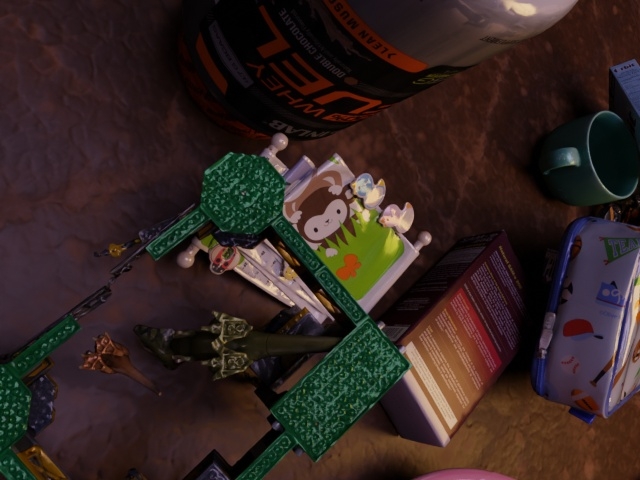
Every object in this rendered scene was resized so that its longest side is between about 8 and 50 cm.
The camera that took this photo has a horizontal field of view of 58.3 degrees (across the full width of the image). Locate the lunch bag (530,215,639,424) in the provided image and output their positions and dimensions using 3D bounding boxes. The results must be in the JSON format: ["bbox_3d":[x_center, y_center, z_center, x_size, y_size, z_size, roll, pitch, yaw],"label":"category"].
[{"bbox_3d":[0.369,0.099,0.738,0.303,0.115,0.243,4,99,-49],"label":"lunch bag"}]

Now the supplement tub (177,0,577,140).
[{"bbox_3d":[0.018,-0.206,0.472,0.207,0.338,0.207,6,80,-33],"label":"supplement tub"}]

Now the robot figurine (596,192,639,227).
[{"bbox_3d":[0.559,0.005,0.950,0.291,0.085,0.211,-22,94,-34],"label":"robot figurine"}]

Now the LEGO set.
[{"bbox_3d":[-0.102,0.107,0.468,0.255,0.192,0.331,41,75,-1],"label":"LEGO set"}]

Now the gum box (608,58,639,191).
[{"bbox_3d":[0.492,-0.155,0.874,0.157,0.041,0.184,53,25,-50],"label":"gum box"}]

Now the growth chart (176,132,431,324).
[{"bbox_3d":[0.000,0.000,0.569,0.237,0.021,0.172,32,94,-34],"label":"growth chart"}]

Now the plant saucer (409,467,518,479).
[{"bbox_3d":[0.153,0.400,0.552,0.332,0.084,0.332,9,54,-12],"label":"plant saucer"}]

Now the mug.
[{"bbox_3d":[0.379,-0.121,0.844,0.158,0.097,0.129,31,67,-25],"label":"mug"}]

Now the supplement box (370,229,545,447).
[{"bbox_3d":[0.158,0.106,0.674,0.239,0.073,0.130,-38,104,-32],"label":"supplement box"}]
